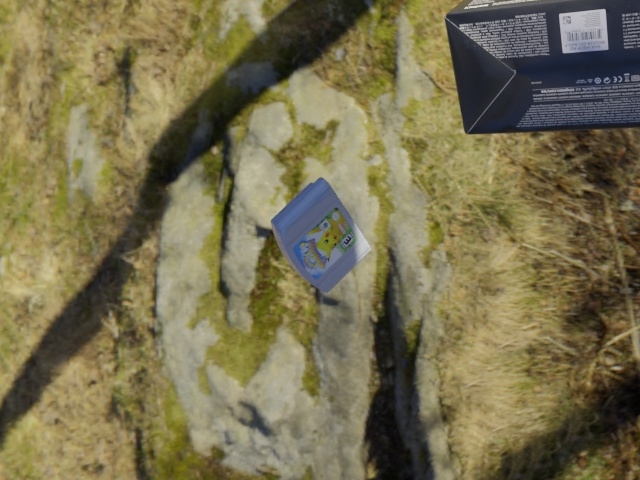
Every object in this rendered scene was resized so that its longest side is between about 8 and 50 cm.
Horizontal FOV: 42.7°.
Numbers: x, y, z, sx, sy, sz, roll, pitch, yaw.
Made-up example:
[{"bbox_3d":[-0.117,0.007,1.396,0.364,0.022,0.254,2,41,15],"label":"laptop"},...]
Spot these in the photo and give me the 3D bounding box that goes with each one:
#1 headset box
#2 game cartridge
[{"bbox_3d":[0.266,-0.203,0.721,0.218,0.293,0.110,2,121,30],"label":"headset box"},{"bbox_3d":[0.000,0.000,0.587,0.056,0.083,0.017,-42,43,-6],"label":"game cartridge"}]
